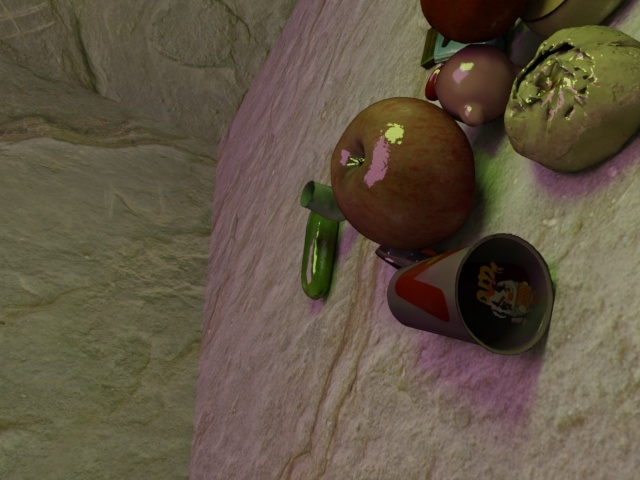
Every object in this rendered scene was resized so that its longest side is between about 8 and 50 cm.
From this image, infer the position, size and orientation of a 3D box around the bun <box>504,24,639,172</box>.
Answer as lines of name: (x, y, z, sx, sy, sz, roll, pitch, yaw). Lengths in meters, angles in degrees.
bun: (0.420, -0.250, 0.936, 0.259, 0.152, 0.259, -43, 38, 47)

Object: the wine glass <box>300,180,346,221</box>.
wine glass: (0.047, -0.096, 1.517, 0.093, 0.202, 0.093, -46, 33, 41)

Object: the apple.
apple: (0.164, -0.146, 1.182, 0.345, 0.269, 0.345, 179, 90, -79)

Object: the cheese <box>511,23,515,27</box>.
cheese: (0.374, -0.500, 1.220, 0.120, 0.026, 0.067, 9, 77, 21)

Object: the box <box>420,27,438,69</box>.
box: (0.344, -0.548, 1.451, 0.193, 0.030, 0.121, -14, 60, 61)

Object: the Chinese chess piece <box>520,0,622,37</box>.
Chinese chess piece: (0.480, -0.511, 1.033, 0.250, 0.103, 0.250, -166, 90, -71)

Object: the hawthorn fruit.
hawthorn fruit: (0.297, -0.486, 1.075, 0.215, 0.215, 0.250, -95, 25, -43)

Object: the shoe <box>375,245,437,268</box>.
shoe: (0.202, 0.035, 1.271, 0.077, 0.074, 0.194, -57, 28, 0)

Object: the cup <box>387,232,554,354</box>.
cup: (0.246, 0.099, 1.004, 0.288, 0.203, 0.203, 161, 125, -68)

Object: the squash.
squash: (0.000, 0.000, 1.668, 0.101, 0.101, 0.379, -28, 46, 55)

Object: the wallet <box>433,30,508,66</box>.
wallet: (0.368, -0.531, 1.301, 0.176, 0.075, 0.251, 0, 70, 41)

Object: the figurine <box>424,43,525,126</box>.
figurine: (0.333, -0.327, 1.158, 0.173, 0.173, 0.173, -44, 35, 43)
